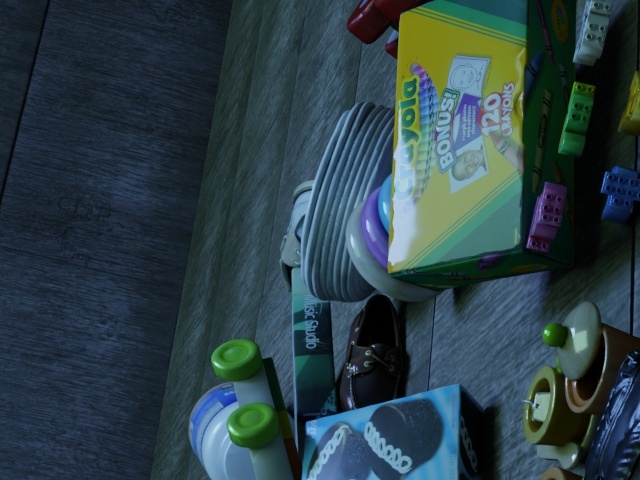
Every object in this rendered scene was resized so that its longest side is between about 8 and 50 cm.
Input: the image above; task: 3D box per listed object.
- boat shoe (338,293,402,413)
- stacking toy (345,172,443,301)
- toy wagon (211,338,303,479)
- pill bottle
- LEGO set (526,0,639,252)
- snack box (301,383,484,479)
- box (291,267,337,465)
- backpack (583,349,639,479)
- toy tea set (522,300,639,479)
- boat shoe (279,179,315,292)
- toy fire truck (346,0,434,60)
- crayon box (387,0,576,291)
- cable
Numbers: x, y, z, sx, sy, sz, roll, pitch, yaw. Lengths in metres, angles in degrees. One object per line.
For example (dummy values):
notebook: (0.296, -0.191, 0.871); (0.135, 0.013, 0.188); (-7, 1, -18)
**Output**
boat shoe: (0.064, 0.151, 1.898); (0.207, 0.073, 0.073); (-91, 15, -50)
stacking toy: (0.156, -0.069, 1.661); (0.330, 0.141, 0.141); (129, 153, -48)
toy wagon: (-0.045, 0.281, 1.699); (0.344, 0.068, 0.267); (-111, 6, -57)
pill bottle: (-0.109, 0.305, 2.318); (0.272, 0.152, 0.152); (-163, 88, -77)
LEGO set: (0.247, -0.097, 1.316); (0.093, 0.087, 0.227); (61, -138, -86)
snack box: (0.065, 0.310, 1.514); (0.187, 0.060, 0.322); (-18, 48, 27)
box: (-0.007, 0.219, 2.025); (0.322, 0.058, 0.232); (-96, 4, -54)
backpack: (0.242, 0.151, 1.079); (0.105, 0.084, 0.114); (-114, 44, -71)
toy tea set: (0.164, 0.200, 1.279); (0.200, 0.124, 0.336); (-122, 47, -73)
boat shoe: (0.000, 0.000, 2.297); (0.302, 0.113, 0.103); (107, 172, -70)
toy fire truck: (0.180, -0.301, 1.759); (0.254, 0.169, 0.302); (-54, 9, -11)
crayon box: (0.155, -0.102, 1.476); (0.165, 0.081, 0.278); (-13, 67, 44)
cable: (0.050, -0.043, 1.926); (0.257, 0.089, 0.257); (-60, -18, -46)
